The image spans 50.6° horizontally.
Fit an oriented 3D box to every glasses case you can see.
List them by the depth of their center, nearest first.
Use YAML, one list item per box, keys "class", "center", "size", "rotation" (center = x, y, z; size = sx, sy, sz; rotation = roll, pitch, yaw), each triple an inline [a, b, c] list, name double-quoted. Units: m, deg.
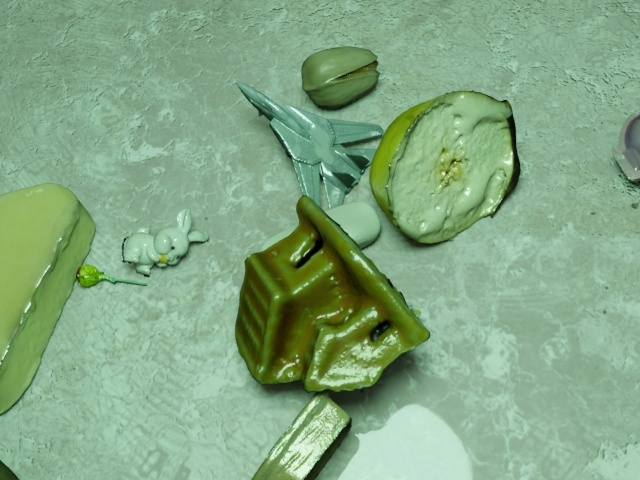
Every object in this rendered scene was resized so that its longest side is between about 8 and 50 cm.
- class: "glasses case"
  center: [0.000, 0.000, 1.103]
  size: [0.204, 0.051, 0.081]
  rotation: [-22, 66, -5]

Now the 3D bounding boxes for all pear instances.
- class: "pear"
  center: [0.171, -0.140, 1.092]
  size: [0.267, 0.267, 0.178]
  rotation: [-36, 39, -11]

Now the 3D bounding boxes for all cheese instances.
- class: "cheese"
  center: [0.612, -0.164, 1.094]
  size: [0.285, 0.074, 0.189]
  rotation: [-19, 62, -6]
- class: "cheese"
  center: [-0.593, 0.066, 1.120]
  size: [0.383, 0.104, 0.384]
  rotation: [-3, 62, 6]

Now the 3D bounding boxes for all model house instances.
- class: "model house"
  center: [-0.013, 0.108, 0.957]
  size: [0.239, 0.173, 0.268]
  rotation: [-39, 37, -1]

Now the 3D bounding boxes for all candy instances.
- class: "candy"
  center: [-0.349, 0.066, 1.134]
  size: [0.122, 0.035, 0.035]
  rotation: [10, 52, 2]

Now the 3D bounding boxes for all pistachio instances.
- class: "pistachio"
  center: [0.036, -0.298, 1.224]
  size: [0.149, 0.113, 0.113]
  rotation: [-22, 62, -3]

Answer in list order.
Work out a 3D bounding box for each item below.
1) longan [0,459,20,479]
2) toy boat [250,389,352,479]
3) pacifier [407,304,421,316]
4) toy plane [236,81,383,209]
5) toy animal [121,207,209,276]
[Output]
- class: "longan"
  center: [-0.532, 0.408, 0.791]
  size: [0.391, 0.391, 0.391]
  rotation: [-3, 62, 6]
- class: "toy boat"
  center: [-0.031, 0.297, 0.917]
  size: [0.061, 0.116, 0.188]
  rotation: [35, 70, 15]
- class: "pacifier"
  center: [0.115, 0.128, 1.028]
  size: [0.083, 0.068, 0.064]
  rotation: [-11, 95, 21]
- class: "toy plane"
  center: [-0.039, -0.179, 1.165]
  size: [0.267, 0.088, 0.212]
  rotation: [36, 70, 3]
- class: "toy animal"
  center: [-0.259, 0.008, 1.125]
  size: [0.124, 0.071, 0.085]
  rotation: [-12, 43, 11]
